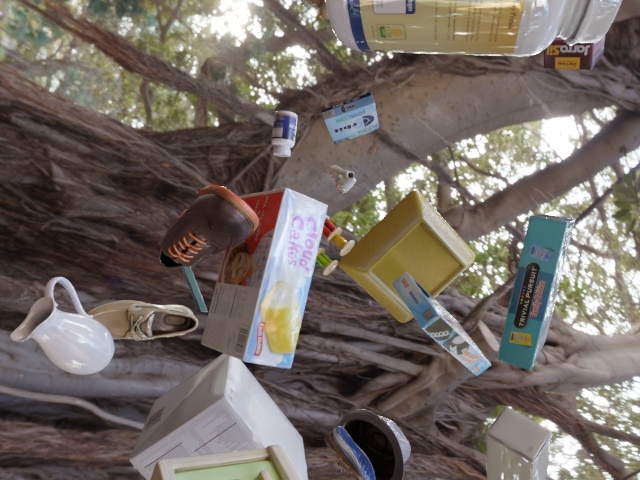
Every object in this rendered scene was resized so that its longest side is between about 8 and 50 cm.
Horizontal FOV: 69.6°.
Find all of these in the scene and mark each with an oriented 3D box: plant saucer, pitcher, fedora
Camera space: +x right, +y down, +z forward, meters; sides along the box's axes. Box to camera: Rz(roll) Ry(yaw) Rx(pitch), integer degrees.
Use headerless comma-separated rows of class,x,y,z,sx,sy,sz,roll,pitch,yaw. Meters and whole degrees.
plant saucer,0.283,0.073,1.416,0.333,0.333,0.081,-45,-158,7
plant saucer,-0.333,0.093,1.171,0.018,0.192,0.067,-24,-162,-22
pitcher,-0.569,0.199,1.059,0.125,0.207,0.178,-12,-133,20
fedora,0.183,0.644,1.447,0.275,0.124,0.244,0,-88,45

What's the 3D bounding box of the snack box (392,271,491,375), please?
snack box,0.342,0.237,1.291,0.060,0.322,0.187,-42,-144,10

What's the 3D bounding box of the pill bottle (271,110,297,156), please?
pill bottle,-0.147,-0.426,1.851,0.094,0.094,0.169,7,-89,47

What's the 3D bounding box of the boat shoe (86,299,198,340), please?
boat shoe,-0.500,0.229,1.297,0.098,0.302,0.109,4,-91,61

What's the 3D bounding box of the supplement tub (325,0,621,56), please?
supplement tub,0.180,-0.343,0.550,0.316,0.228,0.228,9,-106,16

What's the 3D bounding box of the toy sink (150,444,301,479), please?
toy sink,-0.086,0.357,0.569,0.153,0.234,0.131,39,-68,53

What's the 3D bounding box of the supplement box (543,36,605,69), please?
supplement box,0.541,-0.469,0.977,0.104,0.188,0.081,19,-126,38

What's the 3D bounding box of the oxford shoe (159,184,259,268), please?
oxford shoe,-0.174,-0.004,0.683,0.098,0.097,0.271,-56,-163,-26

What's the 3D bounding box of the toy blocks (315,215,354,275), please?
toy blocks,0.000,0.000,1.219,0.148,0.054,0.123,44,-78,21

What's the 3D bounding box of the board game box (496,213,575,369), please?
board game box,0.523,0.108,1.108,0.079,0.254,0.336,14,-79,31

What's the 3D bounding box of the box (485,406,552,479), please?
box,0.450,0.522,1.056,0.094,0.275,0.113,-34,-141,-31

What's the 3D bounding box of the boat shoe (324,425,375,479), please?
boat shoe,0.081,0.608,1.283,0.066,0.066,0.183,-38,-99,19

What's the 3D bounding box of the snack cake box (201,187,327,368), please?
snack cake box,-0.094,0.057,0.748,0.152,0.089,0.264,-1,-107,53

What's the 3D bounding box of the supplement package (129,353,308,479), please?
supplement package,-0.178,0.396,0.878,0.198,0.263,0.199,-34,-167,0

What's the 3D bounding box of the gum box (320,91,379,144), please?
gum box,0.097,-0.374,1.430,0.157,0.184,0.041,-18,-103,7

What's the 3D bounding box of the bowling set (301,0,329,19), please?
bowling set,0.084,-0.577,0.916,0.154,0.200,0.287,44,-114,13

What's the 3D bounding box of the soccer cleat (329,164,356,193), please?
soccer cleat,0.085,-0.232,1.688,0.076,0.068,0.196,-34,-151,10
